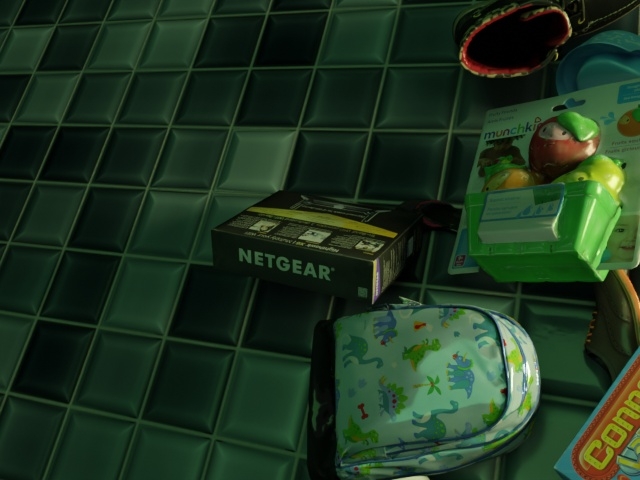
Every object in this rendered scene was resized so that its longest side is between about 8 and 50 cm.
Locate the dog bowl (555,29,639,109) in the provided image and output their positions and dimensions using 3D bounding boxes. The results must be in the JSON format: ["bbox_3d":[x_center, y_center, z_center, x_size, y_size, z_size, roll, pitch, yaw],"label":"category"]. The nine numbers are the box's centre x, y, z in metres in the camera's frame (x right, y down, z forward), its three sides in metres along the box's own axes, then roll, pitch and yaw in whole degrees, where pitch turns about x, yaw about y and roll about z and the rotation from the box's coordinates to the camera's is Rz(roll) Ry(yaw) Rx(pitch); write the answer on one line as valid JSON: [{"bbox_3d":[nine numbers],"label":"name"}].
[{"bbox_3d":[0.559,-0.255,1.139,0.297,0.166,0.074,31,60,16],"label":"dog bowl"}]

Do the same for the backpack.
[{"bbox_3d":[0.159,0.228,1.030,0.356,0.273,0.290,0,58,6],"label":"backpack"}]

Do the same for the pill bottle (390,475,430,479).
[{"bbox_3d":[0.133,0.499,0.933,0.169,0.169,0.301,-18,60,11],"label":"pill bottle"}]

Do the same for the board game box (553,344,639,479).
[{"bbox_3d":[0.514,0.264,0.830,0.302,0.086,0.308,33,83,41],"label":"board game box"}]

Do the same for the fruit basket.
[{"bbox_3d":[0.375,-0.109,1.099,0.327,0.165,0.352,-3,65,45],"label":"fruit basket"}]

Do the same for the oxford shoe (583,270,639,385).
[{"bbox_3d":[0.454,0.134,1.041,0.099,0.097,0.271,-19,60,17],"label":"oxford shoe"}]

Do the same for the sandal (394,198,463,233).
[{"bbox_3d":[0.220,-0.048,1.240,0.179,0.040,0.067,10,69,23],"label":"sandal"}]

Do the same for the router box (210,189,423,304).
[{"bbox_3d":[0.000,0.000,1.190,0.309,0.080,0.243,11,25,25],"label":"router box"}]

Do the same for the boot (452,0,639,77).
[{"bbox_3d":[0.420,-0.405,1.206,0.378,0.138,0.284,-10,23,19],"label":"boot"}]
